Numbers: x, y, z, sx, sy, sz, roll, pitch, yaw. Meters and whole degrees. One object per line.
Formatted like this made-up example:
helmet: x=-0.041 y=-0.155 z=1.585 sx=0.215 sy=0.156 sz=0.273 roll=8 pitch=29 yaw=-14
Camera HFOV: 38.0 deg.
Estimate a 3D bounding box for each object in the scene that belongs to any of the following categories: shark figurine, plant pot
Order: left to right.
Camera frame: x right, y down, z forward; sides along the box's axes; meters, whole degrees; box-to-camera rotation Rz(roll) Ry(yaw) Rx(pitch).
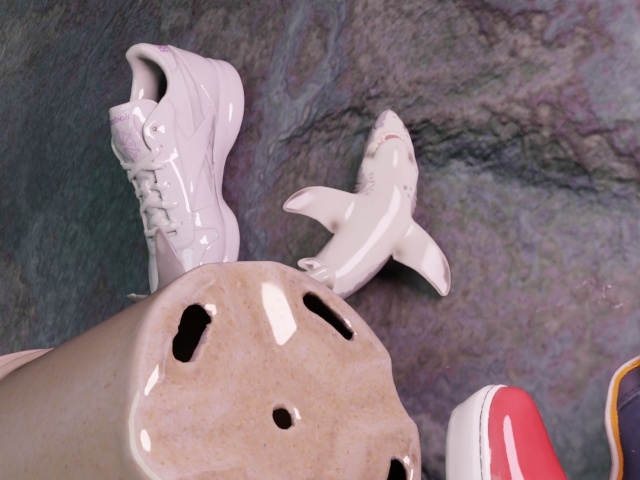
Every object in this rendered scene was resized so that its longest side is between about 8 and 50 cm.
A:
plant pot: x=-0.108 y=0.175 z=0.668 sx=0.305 sy=0.334 sz=0.333 roll=-37 pitch=53 yaw=40
shark figurine: x=-0.010 y=0.026 z=0.794 sx=0.166 sy=0.278 sz=0.116 roll=56 pitch=163 yaw=9

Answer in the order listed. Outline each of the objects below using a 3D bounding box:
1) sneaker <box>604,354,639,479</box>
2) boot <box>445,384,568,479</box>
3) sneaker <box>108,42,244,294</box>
sneaker: x=0.246 y=0.073 z=0.518 sx=0.127 sy=0.126 sz=0.321 roll=39 pitch=107 yaw=39
boot: x=0.162 y=0.168 z=0.414 sx=0.176 sy=0.088 sz=0.244 roll=-25 pitch=73 yaw=32
sneaker: x=-0.163 y=-0.060 z=0.961 sx=0.114 sy=0.152 sz=0.305 roll=-15 pitch=68 yaw=40
